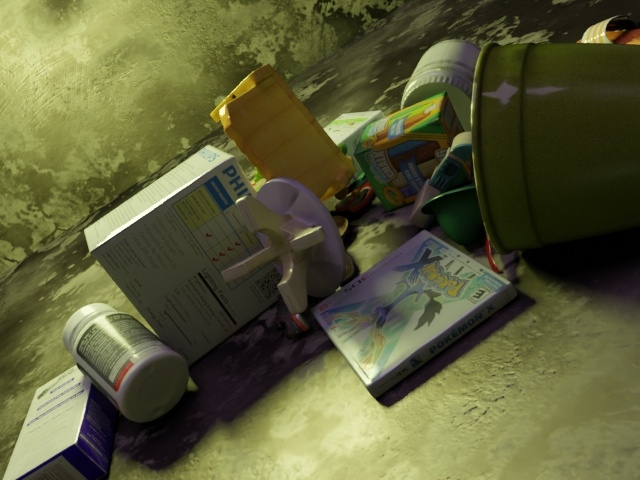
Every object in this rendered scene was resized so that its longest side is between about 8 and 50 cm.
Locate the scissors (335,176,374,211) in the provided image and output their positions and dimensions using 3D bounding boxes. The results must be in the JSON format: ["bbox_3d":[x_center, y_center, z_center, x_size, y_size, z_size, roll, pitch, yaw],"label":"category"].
[{"bbox_3d":[0.139,-0.168,1.786,0.109,0.021,0.297,-9,32,45],"label":"scissors"}]

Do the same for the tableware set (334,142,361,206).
[{"bbox_3d":[0.060,-0.175,1.711,0.104,0.154,0.024,-34,-17,37],"label":"tableware set"}]

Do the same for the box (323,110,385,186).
[{"bbox_3d":[0.064,-0.269,1.905,0.231,0.126,0.262,-40,21,-14],"label":"box"}]

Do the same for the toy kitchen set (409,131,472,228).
[{"bbox_3d":[0.320,-0.105,1.401,0.207,0.166,0.122,-61,2,41],"label":"toy kitchen set"}]

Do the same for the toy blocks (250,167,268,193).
[{"bbox_3d":[-0.215,-0.075,1.835,0.261,0.190,0.381,-37,13,11],"label":"toy blocks"}]

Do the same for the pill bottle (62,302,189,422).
[{"bbox_3d":[-0.426,0.251,1.391,0.283,0.161,0.161,27,60,39],"label":"pill bottle"}]

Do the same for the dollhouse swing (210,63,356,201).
[{"bbox_3d":[-0.139,-0.195,1.578,0.315,0.347,0.305,-29,16,47],"label":"dollhouse swing"}]

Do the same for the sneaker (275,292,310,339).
[{"bbox_3d":[-0.076,0.160,1.375,0.065,0.061,0.158,-41,23,-1],"label":"sneaker"}]

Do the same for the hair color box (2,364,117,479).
[{"bbox_3d":[-0.549,0.409,1.407,0.185,0.110,0.339,-31,26,3],"label":"hair color box"}]

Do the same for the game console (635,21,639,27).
[{"bbox_3d":[0.651,-0.384,1.554,0.387,0.060,0.342,-22,30,21],"label":"game console"}]

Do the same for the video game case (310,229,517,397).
[{"bbox_3d":[0.154,0.117,1.207,0.300,0.036,0.329,-35,25,-5],"label":"video game case"}]

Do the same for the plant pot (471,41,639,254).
[{"bbox_3d":[0.468,-0.162,1.047,0.353,0.366,0.366,-2,36,28],"label":"plant pot"}]

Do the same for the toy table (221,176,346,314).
[{"bbox_3d":[-0.067,0.014,1.327,0.252,0.274,0.161,-37,1,30],"label":"toy table"}]

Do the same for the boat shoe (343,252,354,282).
[{"bbox_3d":[0.015,0.024,1.467,0.068,0.072,0.190,-34,38,-4],"label":"boat shoe"}]

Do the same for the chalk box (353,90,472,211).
[{"bbox_3d":[0.204,-0.207,1.583,0.289,0.179,0.180,-19,26,26],"label":"chalk box"}]

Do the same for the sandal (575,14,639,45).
[{"bbox_3d":[0.710,-0.492,1.517,0.102,0.076,0.265,-43,29,-19],"label":"sandal"}]

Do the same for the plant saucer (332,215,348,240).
[{"bbox_3d":[0.000,0.000,1.618,0.168,0.029,0.168,-25,26,13],"label":"plant saucer"}]

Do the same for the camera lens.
[{"bbox_3d":[0.340,-0.390,1.715,0.219,0.219,0.274,-15,29,33],"label":"camera lens"}]

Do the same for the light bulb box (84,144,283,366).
[{"bbox_3d":[-0.285,0.029,1.504,0.361,0.358,0.225,-36,26,-11],"label":"light bulb box"}]

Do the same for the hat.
[{"bbox_3d":[0.298,0.002,1.269,0.173,0.183,0.208,-20,-16,35],"label":"hat"}]
